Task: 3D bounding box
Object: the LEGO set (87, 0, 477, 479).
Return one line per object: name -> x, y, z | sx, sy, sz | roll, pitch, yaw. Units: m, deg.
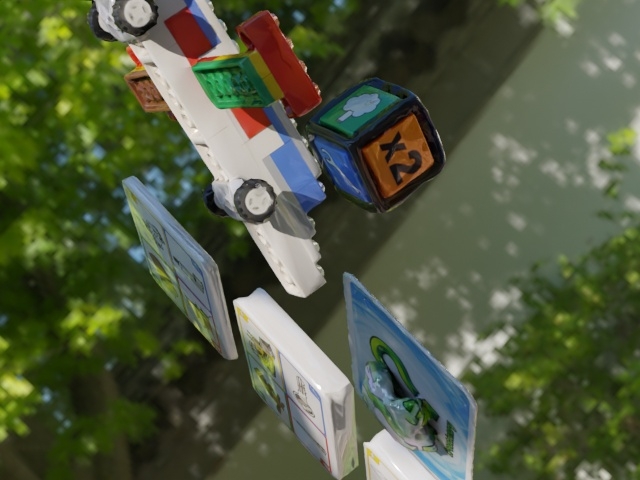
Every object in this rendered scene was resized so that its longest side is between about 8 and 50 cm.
LEGO set -> 0.000, 0.000, 0.450 | 0.060, 0.182, 0.244 | -37, -26, -16
